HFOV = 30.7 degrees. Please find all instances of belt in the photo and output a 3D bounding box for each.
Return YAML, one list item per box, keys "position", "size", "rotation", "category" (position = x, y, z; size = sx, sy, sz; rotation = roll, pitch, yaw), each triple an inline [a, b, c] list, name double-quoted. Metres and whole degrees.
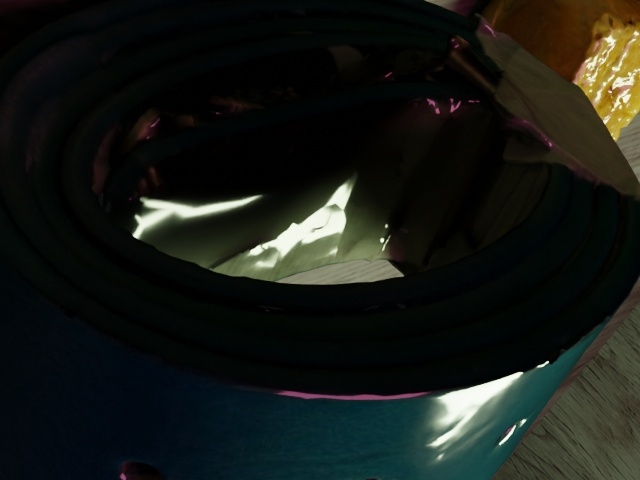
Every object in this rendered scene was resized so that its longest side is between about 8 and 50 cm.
- position: [-0.001, 0.001, 0.640]
  size: [0.437, 0.300, 0.173]
  rotation: [-25, 151, -42]
  category: "belt"

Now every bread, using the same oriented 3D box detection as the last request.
- position: [0.174, -0.104, 1.003]
  size: [0.167, 0.132, 0.294]
  rotation: [-13, 144, -52]
  category: "bread"
